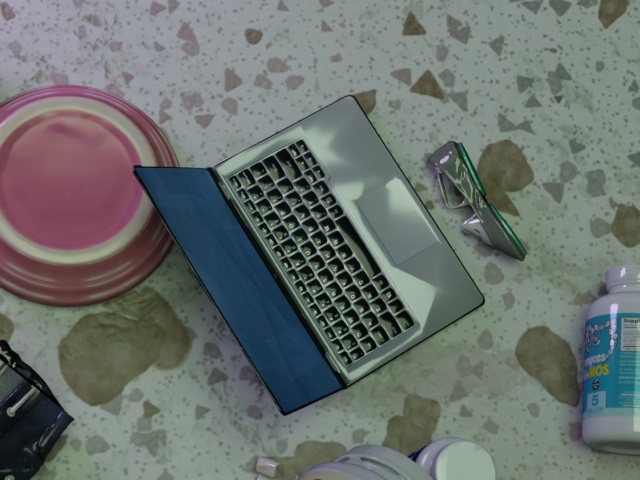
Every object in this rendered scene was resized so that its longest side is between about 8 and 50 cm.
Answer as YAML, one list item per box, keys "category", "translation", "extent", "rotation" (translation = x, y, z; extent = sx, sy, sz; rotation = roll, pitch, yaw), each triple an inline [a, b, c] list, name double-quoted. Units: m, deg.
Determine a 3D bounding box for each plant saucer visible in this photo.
- category: "plant saucer"
  translation: [-0.357, -0.074, 1.963]
  extent: [0.332, 0.084, 0.332]
  rotation: [3, 74, -9]

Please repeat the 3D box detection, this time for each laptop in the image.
- category: "laptop"
  translation: [0.000, 0.000, 1.930]
  extent: [0.408, 0.236, 0.382]
  rotation: [-29, 82, -18]

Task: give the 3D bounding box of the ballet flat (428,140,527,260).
- category: "ballet flat"
  translation: [0.232, -0.049, 2.089]
  extent: [0.068, 0.072, 0.213]
  rotation: [-32, 80, 10]

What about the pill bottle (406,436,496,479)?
- category: "pill bottle"
  translation: [0.173, 0.328, 1.891]
  extent: [0.112, 0.186, 0.112]
  rotation: [3, 73, -11]

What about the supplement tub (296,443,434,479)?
- category: "supplement tub"
  translation: [0.005, 0.430, 1.759]
  extent: [0.235, 0.235, 0.325]
  rotation: [49, 50, 6]

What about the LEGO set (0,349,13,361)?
- category: "LEGO set"
  translation: [-0.438, 0.172, 1.905]
  extent: [0.083, 0.023, 0.054]
  rotation: [34, 70, 0]

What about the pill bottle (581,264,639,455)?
- category: "pill bottle"
  translation: [0.458, 0.173, 2.015]
  extent: [0.146, 0.146, 0.264]
  rotation: [9, 72, -8]

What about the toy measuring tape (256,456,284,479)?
- category: "toy measuring tape"
  translation: [-0.157, 0.420, 1.834]
  extent: [0.121, 0.121, 0.330]
  rotation: [29, 70, -2]

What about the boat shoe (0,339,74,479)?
- category: "boat shoe"
  translation: [-0.471, 0.305, 1.808]
  extent: [0.158, 0.127, 0.340]
  rotation: [41, 74, -8]
